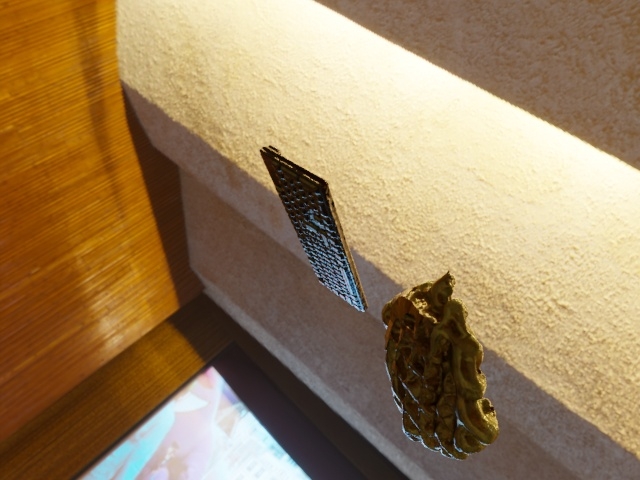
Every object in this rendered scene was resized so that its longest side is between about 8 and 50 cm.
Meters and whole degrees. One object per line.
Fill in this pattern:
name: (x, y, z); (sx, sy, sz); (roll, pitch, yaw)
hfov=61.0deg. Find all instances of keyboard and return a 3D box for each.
keyboard: (0.000, 0.000, 0.680); (0.100, 0.018, 0.310); (35, -17, 28)

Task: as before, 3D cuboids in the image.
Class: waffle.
waffle: (0.127, 0.157, 0.651); (0.223, 0.054, 0.204); (132, -54, -68)
